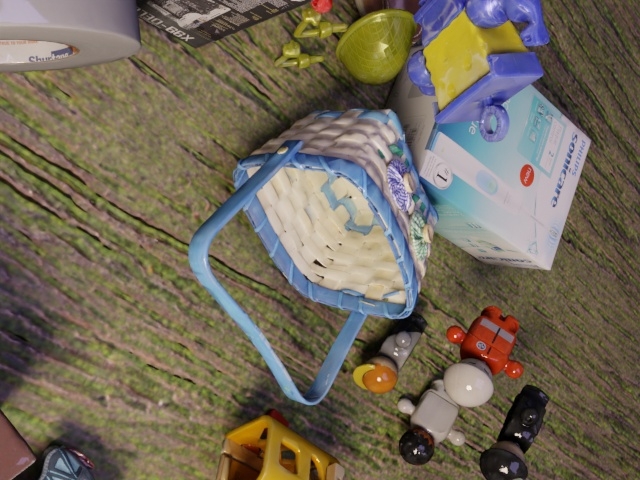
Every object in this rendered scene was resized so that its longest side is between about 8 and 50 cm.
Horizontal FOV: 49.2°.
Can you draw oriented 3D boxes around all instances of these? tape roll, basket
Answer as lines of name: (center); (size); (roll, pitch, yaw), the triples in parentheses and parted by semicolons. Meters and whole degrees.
tape roll: (-0.262, -0.189, 0.575); (0.219, 0.219, 0.072); (-10, 99, -35)
basket: (0.000, 0.000, 0.772); (0.289, 0.201, 0.254); (-53, 133, -28)

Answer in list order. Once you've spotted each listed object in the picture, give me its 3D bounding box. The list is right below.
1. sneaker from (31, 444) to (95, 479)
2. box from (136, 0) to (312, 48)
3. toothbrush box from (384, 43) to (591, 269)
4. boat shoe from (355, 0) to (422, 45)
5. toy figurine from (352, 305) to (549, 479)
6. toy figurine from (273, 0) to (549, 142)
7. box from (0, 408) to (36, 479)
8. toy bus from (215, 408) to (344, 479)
sneaker: (-0.333, 0.278, 0.645); (0.262, 0.104, 0.125); (-22, 88, -37)
box: (-0.177, -0.290, 0.617); (0.307, 0.242, 0.076); (22, 80, -34)
toothbrush box: (0.225, -0.113, 0.984); (0.295, 0.126, 0.216); (30, 75, -34)
boat shoe: (0.116, -0.413, 0.893); (0.123, 0.116, 0.324); (0, 92, -35)
toy figurine: (0.171, 0.203, 0.911); (0.148, 0.210, 0.213); (-49, 123, -42)
toy figurine: (0.113, -0.186, 0.730); (0.191, 0.362, 0.217); (-17, 81, -29)
box: (-0.369, 0.133, 0.549); (0.168, 0.167, 0.203); (-37, 113, -28)
toy bus: (-0.021, 0.281, 0.783); (0.202, 0.104, 0.191); (-10, 70, -58)
